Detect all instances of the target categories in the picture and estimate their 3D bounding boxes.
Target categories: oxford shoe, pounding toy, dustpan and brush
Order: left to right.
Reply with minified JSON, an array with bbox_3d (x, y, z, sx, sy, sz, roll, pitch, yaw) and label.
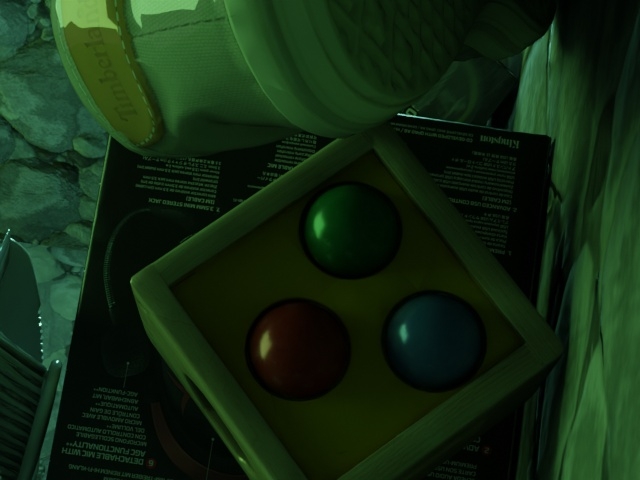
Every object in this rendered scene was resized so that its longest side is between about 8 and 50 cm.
[{"bbox_3d":[-0.153,0.121,0.793,0.147,0.060,0.211,-94,18,-64],"label":"dustpan and brush"},{"bbox_3d":[0.011,0.085,0.659,0.206,0.181,0.094,53,168,14],"label":"pounding toy"},{"bbox_3d":[0.016,-0.139,0.714,0.449,0.130,0.169,-43,-62,-63],"label":"oxford shoe"}]

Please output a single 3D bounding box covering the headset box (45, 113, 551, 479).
[{"bbox_3d":[-0.015,0.084,0.802,0.110,0.218,0.293,92,-174,-78],"label":"headset box"}]

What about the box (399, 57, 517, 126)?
[{"bbox_3d":[0.000,0.000,1.198,0.318,0.097,0.395,-50,-1,0],"label":"box"}]
